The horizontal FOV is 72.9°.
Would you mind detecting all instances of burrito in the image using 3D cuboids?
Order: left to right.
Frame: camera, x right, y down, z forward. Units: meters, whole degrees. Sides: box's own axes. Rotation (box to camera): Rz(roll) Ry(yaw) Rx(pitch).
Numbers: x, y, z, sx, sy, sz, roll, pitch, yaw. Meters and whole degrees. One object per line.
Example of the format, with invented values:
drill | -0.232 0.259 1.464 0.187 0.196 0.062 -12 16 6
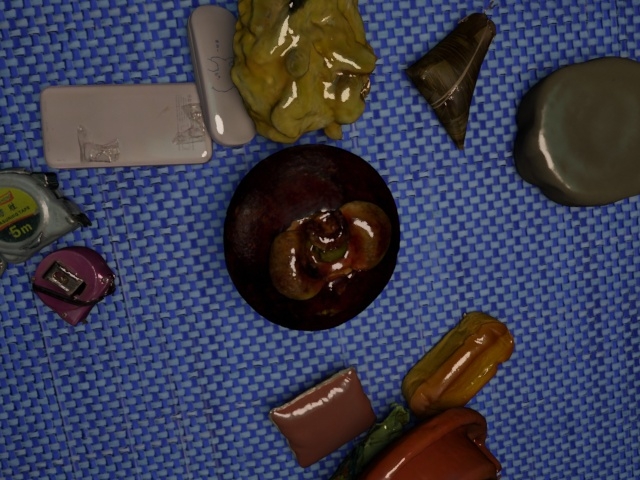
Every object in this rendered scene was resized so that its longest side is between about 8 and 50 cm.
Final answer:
burrito | 0.066 0.423 0.813 0.054 0.104 0.288 42 102 21

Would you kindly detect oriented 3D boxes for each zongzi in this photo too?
zongzi | 0.273 -0.293 0.788 0.187 0.084 0.184 -43 112 -4

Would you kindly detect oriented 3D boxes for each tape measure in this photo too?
tape measure | -0.577 0.000 0.736 0.330 0.084 0.164 -30 96 -2
tape measure | -0.431 0.073 0.762 0.125 0.074 0.118 38 91 -10

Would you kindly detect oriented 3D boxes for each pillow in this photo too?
pillow | 0.008 0.329 0.819 0.179 0.075 0.171 -28 118 -10

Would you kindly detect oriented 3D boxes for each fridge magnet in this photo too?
fridge magnet | 0.166 0.443 0.748 0.363 0.155 0.364 -21 131 -27

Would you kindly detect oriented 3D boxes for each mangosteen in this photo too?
mangosteen | -0.001 -0.004 0.685 0.297 0.293 0.297 -2 92 -47

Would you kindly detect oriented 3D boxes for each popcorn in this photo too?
popcorn | -0.028 -0.296 0.693 0.252 0.215 0.287 11 98 -38

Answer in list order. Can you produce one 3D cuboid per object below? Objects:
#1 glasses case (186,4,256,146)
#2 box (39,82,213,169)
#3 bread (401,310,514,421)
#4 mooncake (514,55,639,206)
glasses case | -0.167 -0.279 0.744 0.092 0.059 0.234 -12 97 -35
box | -0.336 -0.200 0.758 0.285 0.044 0.142 -3 94 -4
bread | 0.263 0.247 0.833 0.245 0.094 0.102 -45 103 1
mooncake | 0.487 -0.190 0.785 0.274 0.135 0.275 0 95 -1
